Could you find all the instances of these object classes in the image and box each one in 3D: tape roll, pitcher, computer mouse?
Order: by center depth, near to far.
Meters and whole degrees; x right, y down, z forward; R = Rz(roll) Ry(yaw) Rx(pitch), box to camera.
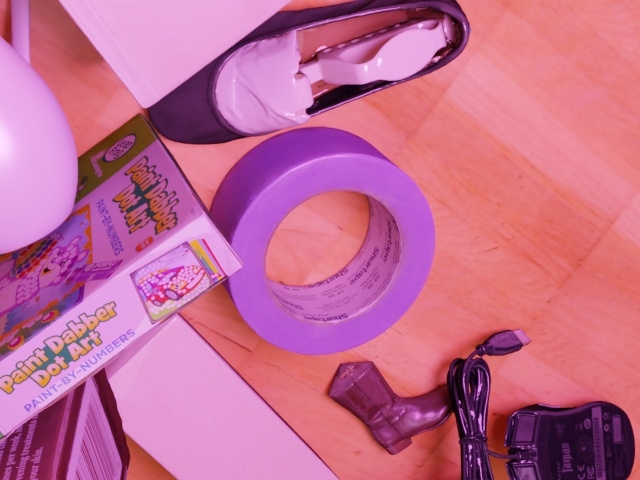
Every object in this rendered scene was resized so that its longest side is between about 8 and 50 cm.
[{"bbox_3d":[-0.244,-0.111,0.810,0.178,0.125,0.207,-51,130,-46],"label":"pitcher"},{"bbox_3d":[0.000,0.000,0.987,0.189,0.080,0.189,-8,115,-18],"label":"tape roll"},{"bbox_3d":[0.220,0.181,1.159,0.262,0.060,0.184,-4,85,-38],"label":"computer mouse"}]

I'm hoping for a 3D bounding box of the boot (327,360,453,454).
[{"bbox_3d":[0.074,0.147,1.108,0.106,0.037,0.114,-42,115,-2],"label":"boot"}]

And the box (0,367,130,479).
[{"bbox_3d":[-0.347,0.212,0.835,0.381,0.191,0.143,-10,118,2],"label":"box"}]

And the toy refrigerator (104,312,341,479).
[{"bbox_3d":[-0.098,0.170,1.021,0.102,0.094,0.269,-44,121,-6],"label":"toy refrigerator"}]

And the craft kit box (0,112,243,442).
[{"bbox_3d":[-0.197,0.027,0.828,0.246,0.250,0.061,-34,118,-4],"label":"craft kit box"}]

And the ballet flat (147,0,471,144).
[{"bbox_3d":[-0.004,-0.145,0.912,0.280,0.096,0.095,-22,115,-10],"label":"ballet flat"}]

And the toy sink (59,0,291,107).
[{"bbox_3d":[-0.082,-0.225,0.816,0.234,0.153,0.131,-38,120,-2],"label":"toy sink"}]
